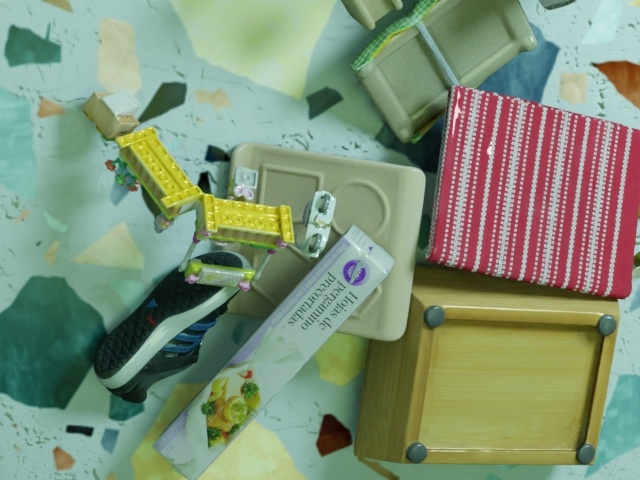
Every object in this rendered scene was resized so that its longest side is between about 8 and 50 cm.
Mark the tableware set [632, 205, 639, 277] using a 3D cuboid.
[{"bbox_3d":[0.352,-0.027,1.911,0.104,0.024,0.154,-29,111,-12],"label":"tableware set"}]

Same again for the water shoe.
[{"bbox_3d":[-0.152,0.090,1.758,0.203,0.073,0.080,-38,138,-1],"label":"water shoe"}]

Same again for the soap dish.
[{"bbox_3d":[0.196,0.149,1.855,0.291,0.118,0.229,3,104,-19],"label":"soap dish"}]

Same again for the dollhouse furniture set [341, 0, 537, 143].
[{"bbox_3d":[0.082,-0.276,1.725,0.197,0.151,0.301,-37,142,1],"label":"dollhouse furniture set"}]

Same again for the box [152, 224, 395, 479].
[{"bbox_3d":[-0.052,0.122,1.743,0.063,0.067,0.324,42,105,-2],"label":"box"}]

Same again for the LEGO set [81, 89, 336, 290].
[{"bbox_3d":[-0.133,-0.034,1.680,0.287,0.132,0.107,25,137,-5],"label":"LEGO set"}]

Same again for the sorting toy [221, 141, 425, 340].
[{"bbox_3d":[0.000,0.000,1.762,0.208,0.038,0.193,9,104,7],"label":"sorting toy"}]

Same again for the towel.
[{"bbox_3d":[0.242,-0.050,1.800,0.275,0.031,0.198,11,82,-28],"label":"towel"}]

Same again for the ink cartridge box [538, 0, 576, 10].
[{"bbox_3d":[0.267,-0.457,1.661,0.324,0.071,0.330,-40,107,-23],"label":"ink cartridge box"}]
